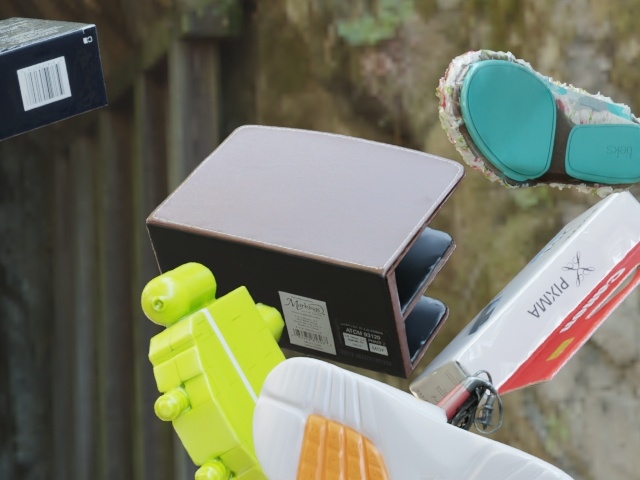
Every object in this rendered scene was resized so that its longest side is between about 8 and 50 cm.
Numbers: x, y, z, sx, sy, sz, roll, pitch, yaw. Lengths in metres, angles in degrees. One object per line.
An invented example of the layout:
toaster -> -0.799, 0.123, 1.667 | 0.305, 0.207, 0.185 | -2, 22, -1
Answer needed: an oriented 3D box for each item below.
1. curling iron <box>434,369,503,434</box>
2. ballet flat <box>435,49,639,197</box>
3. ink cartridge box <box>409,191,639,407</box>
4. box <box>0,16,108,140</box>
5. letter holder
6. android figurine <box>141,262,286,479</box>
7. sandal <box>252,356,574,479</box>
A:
curling iron -> 0.075, 0.231, 1.607 | 0.274, 0.068, 0.035 | -43, 27, -9
ballet flat -> 0.142, -0.077, 1.165 | 0.077, 0.091, 0.241 | 12, -3, 44
ink cartridge box -> 0.251, 0.055, 1.744 | 0.296, 0.066, 0.261 | -43, 1, -25
box -> -0.336, -0.173, 1.758 | 0.156, 0.093, 0.158 | -23, 25, -39
letter holder -> 0.000, 0.000, 1.840 | 0.302, 0.152, 0.214 | 12, 44, 29
android figurine -> -0.066, 0.133, 1.376 | 0.056, 0.248, 0.273 | -29, 2, 17
sandal -> 0.072, 0.167, 1.172 | 0.265, 0.102, 0.076 | 21, 0, 25
